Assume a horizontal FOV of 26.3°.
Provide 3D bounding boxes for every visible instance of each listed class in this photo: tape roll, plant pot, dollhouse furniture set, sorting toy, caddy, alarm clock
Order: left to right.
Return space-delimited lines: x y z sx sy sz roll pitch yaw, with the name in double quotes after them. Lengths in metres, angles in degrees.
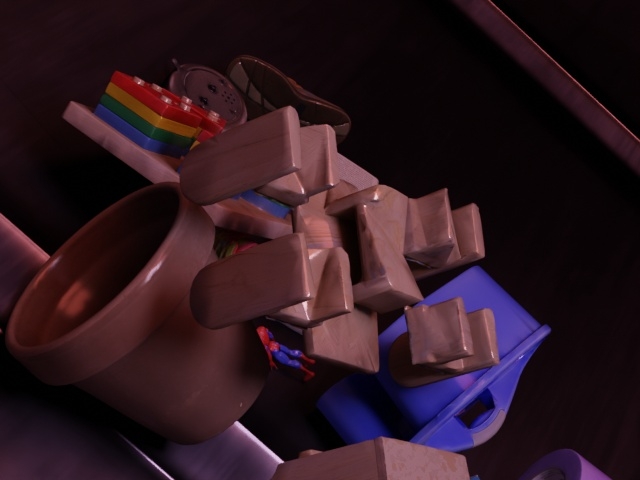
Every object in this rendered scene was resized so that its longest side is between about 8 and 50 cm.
-0.182 0.102 1.534 0.229 0.263 0.263 49 33 -26 "plant pot"
-0.146 -0.108 1.710 0.257 0.089 0.255 34 8 23 "sorting toy"
-0.151 -0.177 1.938 0.192 0.064 0.129 41 37 -11 "alarm clock"
-0.008 0.119 1.457 0.362 0.256 0.394 22 55 -50 "dollhouse furniture set"
0.160 0.184 1.755 0.179 0.241 0.341 48 38 10 "caddy"
0.299 0.367 1.758 0.080 0.189 0.189 37 38 -10 "tape roll"

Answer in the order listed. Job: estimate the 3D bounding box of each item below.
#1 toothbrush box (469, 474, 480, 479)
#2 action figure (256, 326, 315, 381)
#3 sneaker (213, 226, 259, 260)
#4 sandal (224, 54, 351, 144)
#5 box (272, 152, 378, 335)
0.147 0.448 1.520 0.126 0.216 0.295 -9 62 -47 "toothbrush box"
-0.056 0.142 1.753 0.115 0.030 0.038 38 41 -31 "action figure"
-0.111 0.016 1.769 0.081 0.094 0.208 8 50 -38 "sneaker"
-0.051 -0.212 2.045 0.219 0.090 0.060 21 27 -27 "sandal"
0.000 0.000 1.889 0.113 0.094 0.275 33 40 -16 "box"
